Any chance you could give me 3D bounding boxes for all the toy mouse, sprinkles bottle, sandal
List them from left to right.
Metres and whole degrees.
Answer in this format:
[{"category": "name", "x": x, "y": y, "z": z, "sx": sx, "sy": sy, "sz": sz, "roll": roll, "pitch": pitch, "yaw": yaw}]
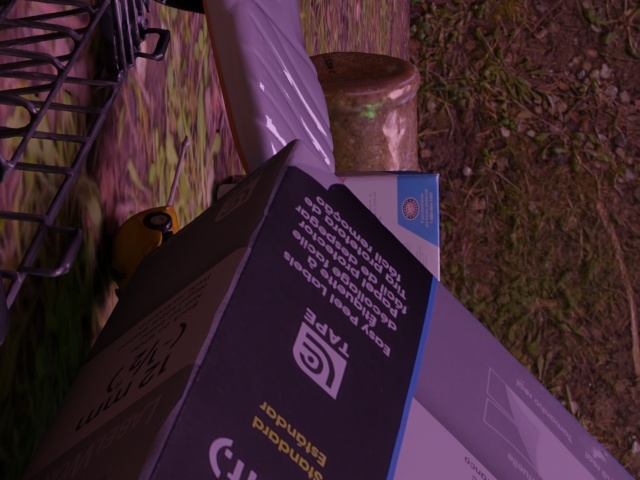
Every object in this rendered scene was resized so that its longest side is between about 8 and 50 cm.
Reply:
[{"category": "toy mouse", "x": -0.081, "y": 0.054, "z": 0.724, "sx": 0.161, "sy": 0.031, "sz": 0.143, "roll": -82, "pitch": 170, "yaw": -45}, {"category": "sandal", "x": -0.058, "y": -0.125, "z": 0.707, "sx": 0.102, "sy": 0.076, "sz": 0.265, "roll": 35, "pitch": 41, "yaw": -58}, {"category": "sprinkles bottle", "x": 0.029, "y": 0.025, "z": 1.251, "sx": 0.121, "sy": 0.121, "sz": 0.355, "roll": -74, "pitch": 163, "yaw": -66}]

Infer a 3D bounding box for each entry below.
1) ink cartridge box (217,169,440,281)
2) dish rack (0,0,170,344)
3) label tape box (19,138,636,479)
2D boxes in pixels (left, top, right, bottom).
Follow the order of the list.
[{"category": "ink cartridge box", "x": 0.000, "y": 0.000, "z": 0.992, "sx": 0.090, "sy": 0.143, "sz": 0.092, "roll": -154, "pitch": -117, "yaw": -78}, {"category": "dish rack", "x": -0.100, "y": -0.104, "z": 0.413, "sx": 0.271, "sy": 0.074, "sz": 0.208, "roll": -81, "pitch": 170, "yaw": -61}, {"category": "label tape box", "x": 0.006, "y": 0.153, "z": 0.532, "sx": 0.249, "sy": 0.115, "sz": 0.347, "roll": 46, "pitch": 28, "yaw": -16}]
